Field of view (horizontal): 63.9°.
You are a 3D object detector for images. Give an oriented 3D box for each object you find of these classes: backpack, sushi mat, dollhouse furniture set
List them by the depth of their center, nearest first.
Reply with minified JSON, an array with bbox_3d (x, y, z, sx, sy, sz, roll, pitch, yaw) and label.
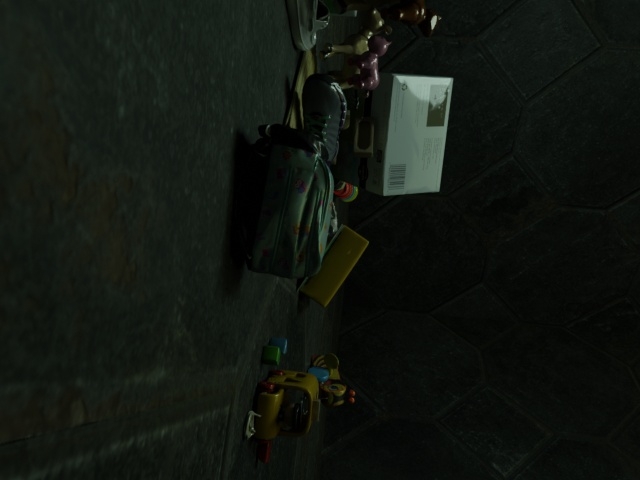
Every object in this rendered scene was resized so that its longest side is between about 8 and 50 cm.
[{"bbox_3d":[-0.043,-0.042,0.664,0.152,0.115,0.181,73,25,-82],"label":"backpack"},{"bbox_3d":[-0.034,-0.278,1.025,0.151,0.019,0.316,86,10,-54],"label":"sushi mat"},{"bbox_3d":[0.060,-0.285,1.311,0.123,0.152,0.143,83,11,-65],"label":"dollhouse furniture set"}]

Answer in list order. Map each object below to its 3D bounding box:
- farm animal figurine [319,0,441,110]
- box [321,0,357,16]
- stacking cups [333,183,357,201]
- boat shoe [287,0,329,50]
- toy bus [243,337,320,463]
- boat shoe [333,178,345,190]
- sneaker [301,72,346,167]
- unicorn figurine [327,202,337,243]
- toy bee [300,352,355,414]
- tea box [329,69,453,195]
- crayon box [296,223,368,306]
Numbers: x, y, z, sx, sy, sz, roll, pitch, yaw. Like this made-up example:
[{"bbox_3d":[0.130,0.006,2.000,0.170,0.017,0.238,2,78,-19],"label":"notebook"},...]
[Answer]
[{"bbox_3d":[0.105,-0.464,0.992,0.330,0.172,0.326,-19,-87,63],"label":"farm animal figurine"},{"bbox_3d":[0.048,-0.604,1.213,0.101,0.087,0.101,85,12,-61],"label":"box"},{"bbox_3d":[0.092,-0.213,2.068,0.316,0.096,0.095,-2,97,-81],"label":"stacking cups"},{"bbox_3d":[-0.016,-0.388,0.875,0.184,0.063,0.066,77,18,-71],"label":"boat shoe"},{"bbox_3d":[-0.053,0.292,0.904,0.202,0.105,0.190,-80,172,-46],"label":"toy bus"},{"bbox_3d":[0.072,-0.286,1.800,0.073,0.080,0.223,91,9,-84],"label":"boat shoe"},{"bbox_3d":[0.002,-0.197,0.954,0.223,0.083,0.098,85,16,-57],"label":"sneaker"},{"bbox_3d":[0.022,-0.056,1.469,0.162,0.060,0.111,-73,151,-74],"label":"unicorn figurine"},{"bbox_3d":[0.031,0.486,1.667,0.298,0.162,0.195,-78,173,-50],"label":"toy bee"},{"bbox_3d":[0.189,-0.330,1.531,0.324,0.220,0.328,30,-58,56],"label":"tea box"},{"bbox_3d":[0.043,0.067,1.385,0.203,0.083,0.323,-56,174,2],"label":"crayon box"}]
